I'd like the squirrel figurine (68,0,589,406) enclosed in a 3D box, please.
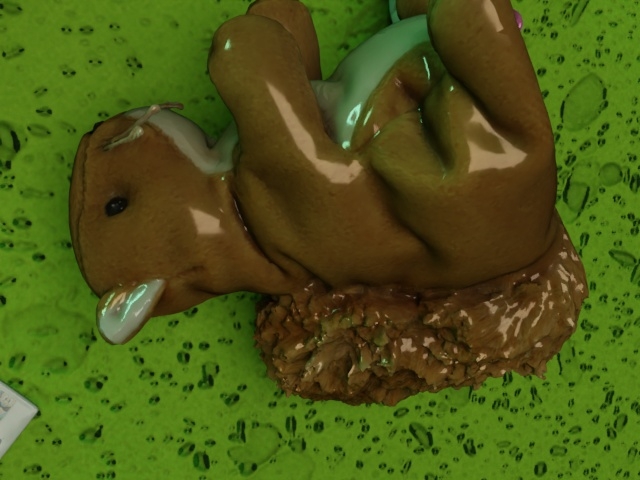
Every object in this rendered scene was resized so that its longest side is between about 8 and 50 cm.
[{"bbox_3d":[0.000,0.000,0.838,0.370,0.281,0.397,-24,113,4],"label":"squirrel figurine"}]

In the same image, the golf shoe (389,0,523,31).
[{"bbox_3d":[0.096,-0.294,0.953,0.115,0.140,0.306,-34,102,-14],"label":"golf shoe"}]

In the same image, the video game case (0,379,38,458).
[{"bbox_3d":[-0.348,0.156,0.869,0.157,0.019,0.143,40,78,-17],"label":"video game case"}]
